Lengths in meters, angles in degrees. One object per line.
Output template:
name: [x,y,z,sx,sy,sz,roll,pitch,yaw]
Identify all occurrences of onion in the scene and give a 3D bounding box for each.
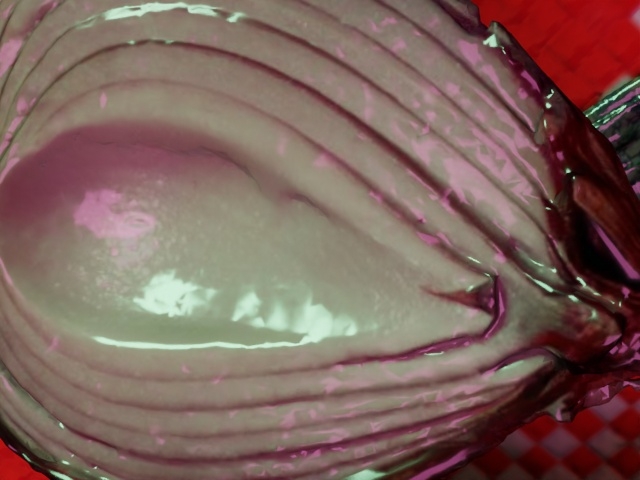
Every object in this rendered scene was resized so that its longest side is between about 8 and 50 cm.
onion: [0.000,0.000,0.398,0.283,0.120,0.227,16,103,15]

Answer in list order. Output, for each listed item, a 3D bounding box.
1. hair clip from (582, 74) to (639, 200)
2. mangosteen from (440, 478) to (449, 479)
hair clip: [0.142,-0.042,0.422,0.229,0.036,0.066,-27,108,22]
mangosteen: [0.064,0.247,0.423,0.330,0.330,0.330,3,115,5]
